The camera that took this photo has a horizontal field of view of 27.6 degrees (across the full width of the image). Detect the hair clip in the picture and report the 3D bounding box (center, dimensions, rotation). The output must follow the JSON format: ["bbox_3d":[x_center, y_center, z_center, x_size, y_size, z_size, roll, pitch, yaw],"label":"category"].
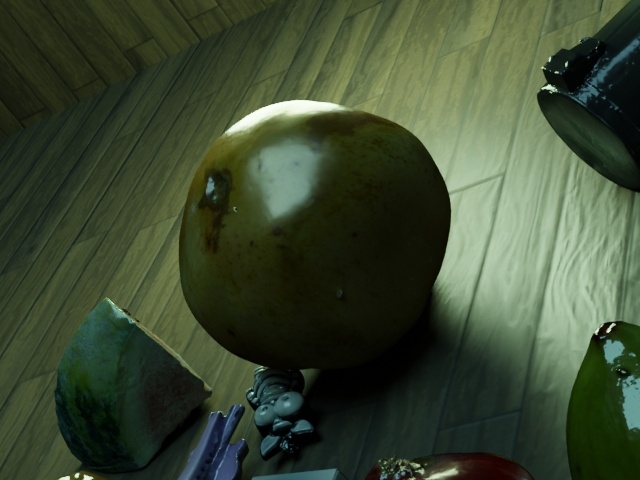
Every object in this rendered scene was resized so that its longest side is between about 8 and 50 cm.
[{"bbox_3d":[-0.182,0.352,1.841,0.137,0.090,0.278,-29,16,44],"label":"hair clip"}]

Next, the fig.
[{"bbox_3d":[0.333,0.188,1.297,0.203,0.225,0.203,-31,1,1],"label":"fig"}]

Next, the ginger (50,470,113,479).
[{"bbox_3d":[-0.288,0.407,1.630,0.200,0.269,0.223,42,92,26],"label":"ginger"}]

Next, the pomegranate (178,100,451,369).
[{"bbox_3d":[0.000,0.000,1.886,0.417,0.416,0.416,-29,26,16],"label":"pomegranate"}]

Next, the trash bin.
[{"bbox_3d":[0.479,-0.247,1.834,0.301,0.252,0.203,-45,28,-6],"label":"trash bin"}]

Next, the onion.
[{"bbox_3d":[0.122,0.318,1.402,0.248,0.161,0.248,-37,23,19],"label":"onion"}]

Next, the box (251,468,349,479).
[{"bbox_3d":[-0.061,0.399,1.614,0.155,0.067,0.243,-12,35,39],"label":"box"}]

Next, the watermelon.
[{"bbox_3d":[-0.308,0.234,2.094,0.193,0.232,0.310,32,115,61],"label":"watermelon"}]

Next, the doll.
[{"bbox_3d":[-0.060,0.237,1.890,0.091,0.067,0.219,-25,28,1],"label":"doll"}]
